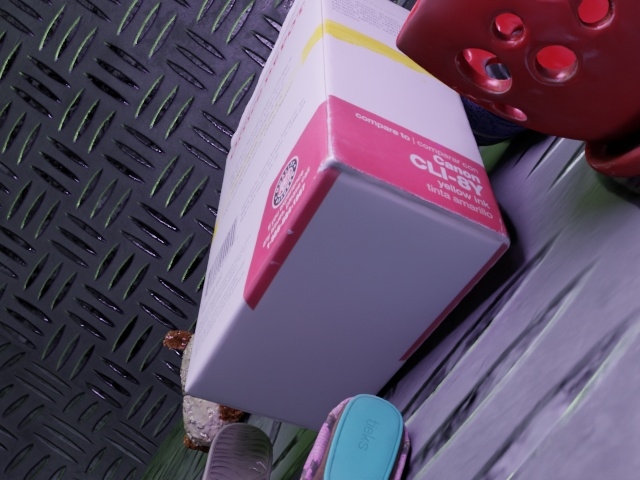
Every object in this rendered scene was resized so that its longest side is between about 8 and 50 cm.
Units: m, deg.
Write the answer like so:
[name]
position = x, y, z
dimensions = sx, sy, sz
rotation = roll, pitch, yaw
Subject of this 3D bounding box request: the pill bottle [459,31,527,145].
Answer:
[pill bottle]
position = 0.194, -0.172, 0.689
dimensions = 0.123, 0.122, 0.219
rotation = -54, 4, -5

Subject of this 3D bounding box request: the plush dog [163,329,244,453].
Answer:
[plush dog]
position = -0.206, 0.286, 1.334
dimensions = 0.262, 0.210, 0.225
rotation = -54, 30, 36

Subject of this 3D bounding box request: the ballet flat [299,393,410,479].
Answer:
[ballet flat]
position = 0.004, 0.176, 0.403
dimensions = 0.221, 0.076, 0.079
rotation = -51, -20, -65

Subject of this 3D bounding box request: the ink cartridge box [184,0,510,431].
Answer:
[ink cartridge box]
position = 0.008, -0.056, 0.684
dimensions = 0.279, 0.160, 0.385
rotation = -57, 21, 35

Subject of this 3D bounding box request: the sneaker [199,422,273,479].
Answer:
[sneaker]
position = -0.096, 0.292, 0.634
dimensions = 0.222, 0.083, 0.118
rotation = -70, -4, -53

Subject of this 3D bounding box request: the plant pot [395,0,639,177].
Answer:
[plant pot]
position = 0.164, -0.144, 0.398
dimensions = 0.191, 0.174, 0.191
rotation = -54, 4, 6
